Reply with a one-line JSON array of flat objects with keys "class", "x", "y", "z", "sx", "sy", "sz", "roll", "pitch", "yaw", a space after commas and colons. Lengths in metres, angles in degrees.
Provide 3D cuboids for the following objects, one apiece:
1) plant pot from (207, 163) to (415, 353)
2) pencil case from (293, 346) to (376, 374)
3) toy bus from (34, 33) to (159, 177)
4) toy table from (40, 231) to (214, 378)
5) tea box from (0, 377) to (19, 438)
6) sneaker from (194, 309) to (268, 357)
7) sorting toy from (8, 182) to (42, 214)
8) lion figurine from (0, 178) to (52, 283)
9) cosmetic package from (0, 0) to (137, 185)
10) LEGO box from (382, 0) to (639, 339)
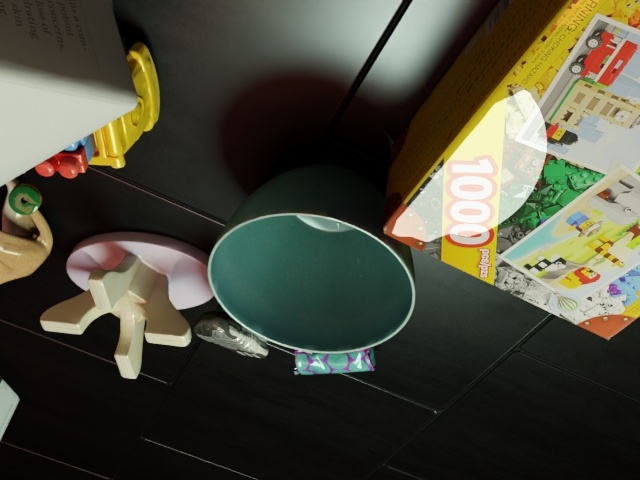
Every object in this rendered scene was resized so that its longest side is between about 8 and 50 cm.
[{"class": "plant pot", "x": 0.000, "y": 0.000, "z": 1.144, "sx": 0.290, "sy": 0.195, "sz": 0.290, "roll": 6, "pitch": 136, "yaw": 6}, {"class": "pencil case", "x": 0.026, "y": 0.213, "z": 1.440, "sx": 0.152, "sy": 0.064, "sz": 0.070, "roll": -6, "pitch": 148, "yaw": 16}, {"class": "toy bus", "x": -0.350, "y": -0.171, "z": 1.041, "sx": 0.220, "sy": 0.211, "sz": 0.149, "roll": 8, "pitch": 136, "yaw": 6}, {"class": "toy table", "x": -0.324, "y": 0.099, "z": 1.332, "sx": 0.274, "sy": 0.160, "sz": 0.252, "roll": -4, "pitch": 132, "yaw": 16}, {"class": "tea box", "x": -0.885, "y": 0.333, "z": 1.625, "sx": 0.329, "sy": 0.220, "sz": 0.323, "roll": -8, "pitch": 132, "yaw": 17}, {"class": "sneaker", "x": -0.139, "y": 0.116, "z": 1.324, "sx": 0.086, "sy": 0.132, "sz": 0.228, "roll": 9, "pitch": 164, "yaw": 16}, {"class": "sorting toy", "x": -0.525, "y": -0.156, "z": 1.160, "sx": 0.132, "sy": 0.046, "sz": 0.274, "roll": -18, "pitch": 109, "yaw": -1}, {"class": "lion figurine", "x": -0.588, "y": 0.036, "z": 1.340, "sx": 0.392, "sy": 0.142, "sz": 0.240, "roll": -18, "pitch": 135, "yaw": 20}, {"class": "cosmetic package", "x": -0.466, "y": -0.243, "z": 0.791, "sx": 0.328, "sy": 0.329, "sz": 0.394, "roll": -23, "pitch": 168, "yaw": 28}, {"class": "LEGO box", "x": 0.360, "y": -0.146, "z": 0.938, "sx": 0.373, "sy": 0.193, "sz": 0.500, "roll": 25, "pitch": 133, "yaw": -12}]
